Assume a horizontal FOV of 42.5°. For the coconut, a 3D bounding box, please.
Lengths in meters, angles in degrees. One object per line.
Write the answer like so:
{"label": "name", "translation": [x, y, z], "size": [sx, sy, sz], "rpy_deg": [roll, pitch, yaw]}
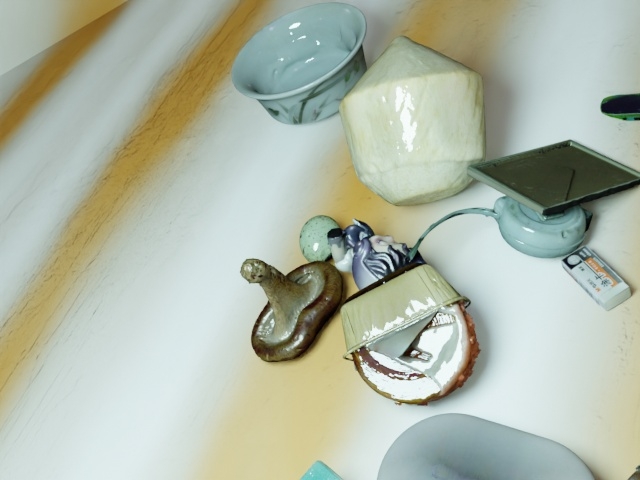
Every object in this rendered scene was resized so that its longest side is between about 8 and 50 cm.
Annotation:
{"label": "coconut", "translation": [0.179, -0.235, 1.576], "size": [0.328, 0.329, 0.329], "rpy_deg": [-16, 44, 16]}

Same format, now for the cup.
{"label": "cup", "translation": [-0.025, -0.403, 1.984], "size": [0.347, 0.163, 0.347], "rpy_deg": [-16, 43, 16]}

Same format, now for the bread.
{"label": "bread", "translation": [0.146, 0.160, 1.330], "size": [0.224, 0.142, 0.212], "rpy_deg": [-28, 67, 11]}

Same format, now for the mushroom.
{"label": "mushroom", "translation": [-0.066, 0.086, 1.494], "size": [0.148, 0.218, 0.227], "rpy_deg": [7, 54, 35]}

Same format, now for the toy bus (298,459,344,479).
{"label": "toy bus", "translation": [-0.053, 0.453, 1.222], "size": [0.091, 0.109, 0.262], "rpy_deg": [31, 70, 38]}

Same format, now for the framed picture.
{"label": "framed picture", "translation": [0.424, -0.118, 1.470], "size": [0.265, 0.018, 0.192], "rpy_deg": [-16, 34, -28]}

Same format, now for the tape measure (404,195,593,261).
{"label": "tape measure", "translation": [0.309, -0.019, 1.413], "size": [0.330, 0.084, 0.164], "rpy_deg": [-16, 38, -18]}

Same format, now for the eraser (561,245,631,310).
{"label": "eraser", "translation": [0.455, 0.061, 1.363], "size": [0.052, 0.029, 0.122], "rpy_deg": [-32, 42, -1]}

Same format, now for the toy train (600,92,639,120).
{"label": "toy train", "translation": [0.638, -0.251, 1.548], "size": [0.209, 0.042, 0.044], "rpy_deg": [3, 73, 33]}

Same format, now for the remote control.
{"label": "remote control", "translation": [0.226, 0.358, 1.150], "size": [0.332, 0.103, 0.221], "rpy_deg": [12, 57, 37]}

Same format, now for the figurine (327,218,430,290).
{"label": "figurine", "translation": [0.106, 0.057, 1.489], "size": [0.145, 0.145, 0.222], "rpy_deg": [-42, 43, -12]}

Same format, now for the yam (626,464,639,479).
{"label": "yam", "translation": [0.494, 0.367, 0.978], "size": [0.131, 0.131, 0.279], "rpy_deg": [-46, 45, -17]}

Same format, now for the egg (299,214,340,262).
{"label": "egg", "translation": [0.000, 0.000, 1.638], "size": [0.085, 0.085, 0.110], "rpy_deg": [-12, 43, 20]}
